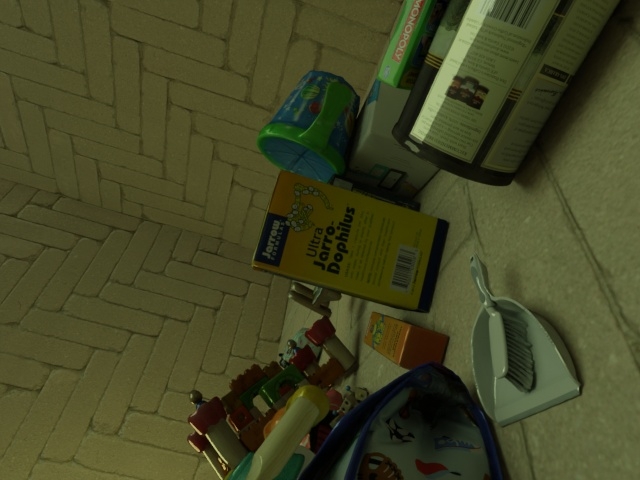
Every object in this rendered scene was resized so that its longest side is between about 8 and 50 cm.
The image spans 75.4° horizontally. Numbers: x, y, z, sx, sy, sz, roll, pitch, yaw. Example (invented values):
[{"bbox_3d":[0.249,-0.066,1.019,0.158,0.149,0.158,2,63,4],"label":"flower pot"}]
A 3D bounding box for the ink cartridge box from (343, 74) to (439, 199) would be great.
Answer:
[{"bbox_3d":[0.181,-0.241,1.061,0.270,0.197,0.198,123,161,-64],"label":"ink cartridge box"}]

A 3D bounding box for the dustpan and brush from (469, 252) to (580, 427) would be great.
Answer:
[{"bbox_3d":[0.228,0.106,0.528,0.147,0.060,0.211,115,168,-49],"label":"dustpan and brush"}]

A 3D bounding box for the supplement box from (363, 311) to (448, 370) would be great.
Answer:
[{"bbox_3d":[0.154,0.194,0.803,0.233,0.080,0.078,145,143,-81],"label":"supplement box"}]

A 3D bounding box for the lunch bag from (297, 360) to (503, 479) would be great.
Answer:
[{"bbox_3d":[0.066,0.382,0.520,0.385,0.239,0.327,-57,-9,-54],"label":"lunch bag"}]

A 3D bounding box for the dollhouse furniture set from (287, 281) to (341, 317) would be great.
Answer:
[{"bbox_3d":[0.000,0.000,1.380,0.362,0.256,0.394,-62,2,4],"label":"dollhouse furniture set"}]

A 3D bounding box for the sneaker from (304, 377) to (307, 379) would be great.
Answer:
[{"bbox_3d":[-0.074,0.613,1.445,0.162,0.106,0.281,-87,16,-48],"label":"sneaker"}]

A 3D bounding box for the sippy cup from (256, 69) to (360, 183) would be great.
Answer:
[{"bbox_3d":[-0.012,-0.294,1.056,0.305,0.240,0.224,13,74,40],"label":"sippy cup"}]

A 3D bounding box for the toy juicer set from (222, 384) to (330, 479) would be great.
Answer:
[{"bbox_3d":[-0.045,0.268,0.475,0.209,0.089,0.329,-48,-9,-22],"label":"toy juicer set"}]

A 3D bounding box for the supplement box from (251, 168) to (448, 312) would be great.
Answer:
[{"bbox_3d":[0.050,0.012,0.881,0.194,0.357,0.195,151,135,-78],"label":"supplement box"}]

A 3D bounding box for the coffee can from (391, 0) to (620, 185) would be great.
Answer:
[{"bbox_3d":[0.250,-0.245,0.590,0.201,0.202,0.275,-87,16,-59],"label":"coffee can"}]

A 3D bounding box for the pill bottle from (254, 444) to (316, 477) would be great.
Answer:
[{"bbox_3d":[-0.120,0.602,0.940,0.363,0.210,0.210,120,165,-45],"label":"pill bottle"}]

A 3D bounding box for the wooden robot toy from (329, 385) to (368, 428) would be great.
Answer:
[{"bbox_3d":[0.089,0.392,0.988,0.079,0.076,0.173,-25,-37,-51],"label":"wooden robot toy"}]

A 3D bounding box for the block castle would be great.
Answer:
[{"bbox_3d":[-0.145,0.417,1.155,0.453,0.213,0.303,-31,-21,-34],"label":"block castle"}]

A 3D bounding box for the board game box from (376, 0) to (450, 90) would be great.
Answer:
[{"bbox_3d":[0.240,-0.357,0.703,0.317,0.046,0.213,-15,-45,-46],"label":"board game box"}]

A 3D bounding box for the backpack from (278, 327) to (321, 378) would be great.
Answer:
[{"bbox_3d":[-0.065,0.443,1.653,0.182,0.152,0.115,-62,12,-7],"label":"backpack"}]

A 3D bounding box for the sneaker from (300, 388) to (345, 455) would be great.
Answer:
[{"bbox_3d":[-0.006,0.554,1.168,0.313,0.116,0.136,-63,1,21],"label":"sneaker"}]

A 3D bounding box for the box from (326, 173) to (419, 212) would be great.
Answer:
[{"bbox_3d":[0.114,-0.088,1.083,0.183,0.233,0.059,144,143,-76],"label":"box"}]
